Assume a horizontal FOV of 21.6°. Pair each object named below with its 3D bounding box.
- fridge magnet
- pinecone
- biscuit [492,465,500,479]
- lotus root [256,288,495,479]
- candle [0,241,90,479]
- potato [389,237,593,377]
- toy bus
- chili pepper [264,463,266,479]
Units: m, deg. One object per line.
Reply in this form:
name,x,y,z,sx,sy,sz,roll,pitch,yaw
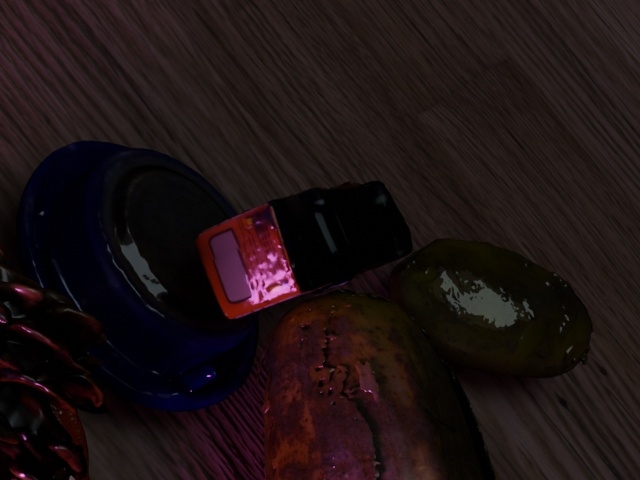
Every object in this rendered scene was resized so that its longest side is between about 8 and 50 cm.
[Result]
fridge magnet,-0.150,0.025,1.479,0.265,0.113,0.265,32,39,-30
pinecone,-0.271,0.123,1.216,0.224,0.224,0.272,31,55,-22
biscuit,0.095,0.226,1.592,0.239,0.041,0.212,23,35,-25
lotus root,0.048,0.215,1.419,0.196,0.179,0.397,18,43,-40
candle,-0.240,0.113,1.382,0.329,0.048,0.051,66,15,17
potato,0.180,0.071,1.760,0.251,0.113,0.149,25,45,-29
toy bus,0.000,0.000,1.548,0.093,0.092,0.409,68,16,2
chili pepper,-0.022,0.171,1.558,0.045,0.027,0.178,37,40,-10
